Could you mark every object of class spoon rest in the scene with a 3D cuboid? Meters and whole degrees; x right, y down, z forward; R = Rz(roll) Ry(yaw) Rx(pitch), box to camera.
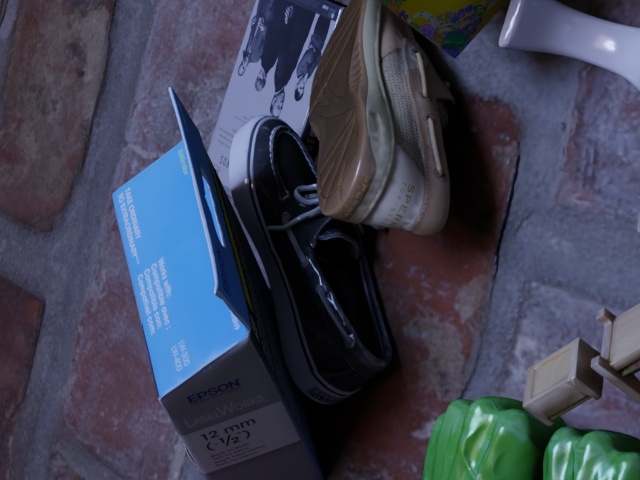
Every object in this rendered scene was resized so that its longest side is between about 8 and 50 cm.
[{"bbox_3d":[0.270,-0.141,1.464,0.276,0.084,0.137,28,105,43],"label":"spoon rest"}]

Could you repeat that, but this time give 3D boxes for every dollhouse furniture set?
[{"bbox_3d":[0.260,0.056,1.401,0.182,0.101,0.161,-36,26,39],"label":"dollhouse furniture set"}]

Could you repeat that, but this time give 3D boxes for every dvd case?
[{"bbox_3d":[-0.047,-0.152,1.977,0.179,0.030,0.238,34,109,55],"label":"dvd case"}]

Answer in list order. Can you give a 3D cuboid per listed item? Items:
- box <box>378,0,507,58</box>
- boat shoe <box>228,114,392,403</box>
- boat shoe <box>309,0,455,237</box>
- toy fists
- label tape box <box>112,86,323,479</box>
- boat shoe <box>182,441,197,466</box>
[{"bbox_3d":[0.090,-0.367,1.567,0.290,0.177,0.279,-48,56,10],"label":"box"},{"bbox_3d":[-0.003,0.000,1.789,0.105,0.113,0.306,-36,54,38],"label":"boat shoe"},{"bbox_3d":[0.062,-0.121,1.733,0.341,0.110,0.121,-88,24,-49],"label":"boat shoe"},{"bbox_3d":[0.183,0.204,1.459,0.279,0.096,0.142,14,100,56],"label":"toy fists"},{"bbox_3d":[-0.112,0.064,1.745,0.115,0.347,0.249,-20,52,4],"label":"label tape box"},{"bbox_3d":[-0.125,0.156,1.965,0.073,0.073,0.207,-46,38,42],"label":"boat shoe"}]
